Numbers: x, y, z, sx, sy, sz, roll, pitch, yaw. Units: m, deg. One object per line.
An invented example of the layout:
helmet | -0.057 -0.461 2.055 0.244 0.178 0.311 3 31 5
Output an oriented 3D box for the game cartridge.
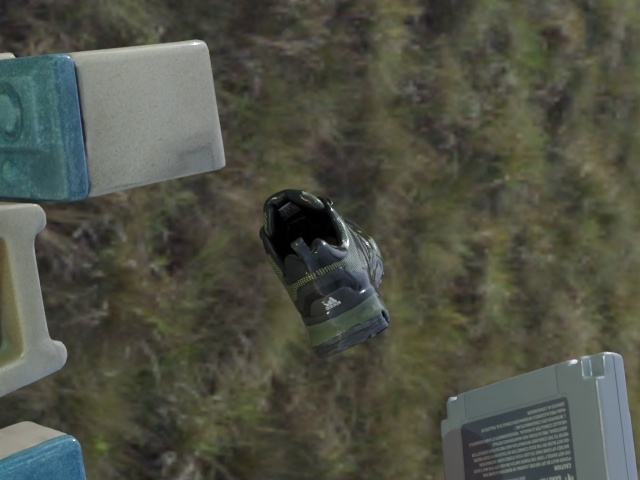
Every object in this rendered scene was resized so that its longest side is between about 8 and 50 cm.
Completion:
game cartridge | 0.228 0.242 1.262 0.060 0.294 0.196 10 70 -24

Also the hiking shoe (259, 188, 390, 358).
hiking shoe | 0.000 0.000 0.948 0.227 0.086 0.114 -115 -178 -70

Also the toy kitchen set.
toy kitchen set | -0.117 0.044 0.400 0.122 0.166 0.207 -17 106 -42
